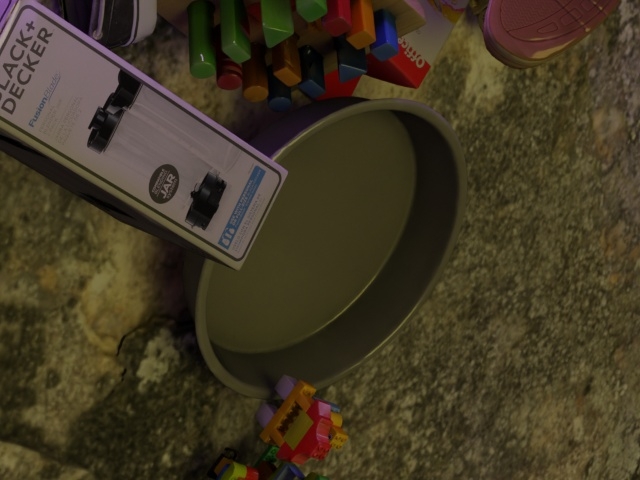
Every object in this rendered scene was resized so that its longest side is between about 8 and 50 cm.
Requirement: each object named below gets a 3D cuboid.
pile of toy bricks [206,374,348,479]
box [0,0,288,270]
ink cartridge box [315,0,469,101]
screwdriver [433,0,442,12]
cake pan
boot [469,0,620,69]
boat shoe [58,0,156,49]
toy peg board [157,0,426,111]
[{"bbox_3d":[-0.032,0.234,1.631,0.118,0.105,0.212,24,106,-44],"label":"pile of toy bricks"},{"bbox_3d":[-0.180,-0.090,1.373,0.290,0.169,0.087,32,82,-43],"label":"box"},{"bbox_3d":[0.058,-0.226,1.606,0.134,0.078,0.231,38,78,-42],"label":"ink cartridge box"},{"bbox_3d":[0.068,-0.258,1.533,0.024,0.025,0.170,-39,115,-20],"label":"screwdriver"},{"bbox_3d":[0.000,0.000,1.606,0.293,0.054,0.293,-26,135,-29],"label":"cake pan"},{"bbox_3d":[0.186,-0.215,1.634,0.095,0.203,0.262,36,60,-7],"label":"boot"},{"bbox_3d":[-0.169,-0.242,1.393,0.070,0.077,0.219,-25,122,-36],"label":"boat shoe"},{"bbox_3d":[-0.022,-0.160,1.490,0.160,0.161,0.079,37,39,-44],"label":"toy peg board"}]
